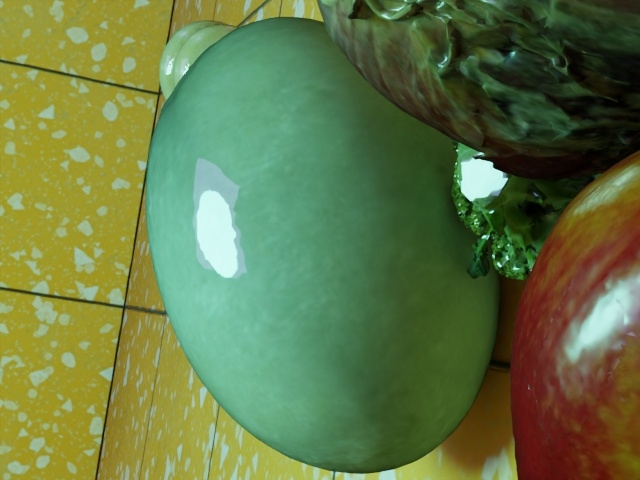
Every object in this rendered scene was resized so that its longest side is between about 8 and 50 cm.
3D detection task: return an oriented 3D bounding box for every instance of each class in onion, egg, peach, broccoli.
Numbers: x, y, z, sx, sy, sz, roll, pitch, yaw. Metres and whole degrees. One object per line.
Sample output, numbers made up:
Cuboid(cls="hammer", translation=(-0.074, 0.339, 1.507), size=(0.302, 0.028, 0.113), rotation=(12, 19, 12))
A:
Cuboid(cls="onion", translation=(0.115, -0.205, 0.537), size=(0.354, 0.354, 0.353), rotation=(-170, 90, -72))
Cuboid(cls="egg", translation=(0.000, 0.000, 0.833), size=(0.258, 0.259, 0.352), rotation=(-50, 51, 57))
Cuboid(cls="peach", translation=(0.164, 0.048, 0.454), size=(0.197, 0.197, 0.197), rotation=(-170, 90, -72))
Cuboid(cls="broccoli", translation=(0.135, -0.039, 0.694), size=(0.131, 0.120, 0.130), rotation=(1, 90, 41))

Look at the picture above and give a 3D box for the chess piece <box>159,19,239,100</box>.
Cuboid(cls="chess piece", translation=(-0.007, -0.136, 1.074), size=(0.397, 0.117, 0.117), rotation=(23, 103, 48))
